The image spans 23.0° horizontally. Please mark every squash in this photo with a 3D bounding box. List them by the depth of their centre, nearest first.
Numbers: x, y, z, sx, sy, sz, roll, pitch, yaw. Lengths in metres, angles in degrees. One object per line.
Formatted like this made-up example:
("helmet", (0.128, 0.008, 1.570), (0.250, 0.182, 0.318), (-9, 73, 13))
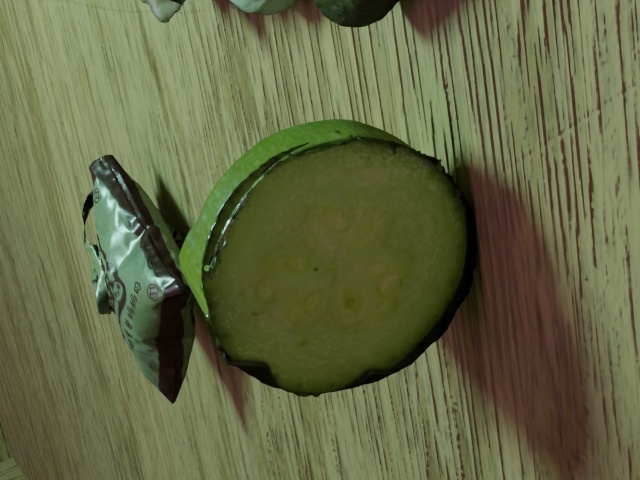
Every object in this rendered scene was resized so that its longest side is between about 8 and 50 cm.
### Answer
("squash", (0.002, -0.003, 1.179), (0.133, 0.220, 0.220), (-120, 20, -51))

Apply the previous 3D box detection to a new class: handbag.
("handbag", (-0.211, 0.046, 1.858), (0.235, 0.127, 0.213), (57, 158, 36))

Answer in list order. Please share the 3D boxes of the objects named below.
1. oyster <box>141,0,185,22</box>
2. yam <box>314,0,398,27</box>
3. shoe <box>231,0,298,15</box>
("oyster", (-0.185, -0.362, 1.427), (0.351, 0.115, 0.238), (68, 159, 3))
("yam", (0.045, -0.201, 1.077), (0.068, 0.068, 0.169), (67, 163, 6))
("shoe", (-0.092, -0.296, 1.201), (0.124, 0.159, 0.316), (49, 148, 41))
